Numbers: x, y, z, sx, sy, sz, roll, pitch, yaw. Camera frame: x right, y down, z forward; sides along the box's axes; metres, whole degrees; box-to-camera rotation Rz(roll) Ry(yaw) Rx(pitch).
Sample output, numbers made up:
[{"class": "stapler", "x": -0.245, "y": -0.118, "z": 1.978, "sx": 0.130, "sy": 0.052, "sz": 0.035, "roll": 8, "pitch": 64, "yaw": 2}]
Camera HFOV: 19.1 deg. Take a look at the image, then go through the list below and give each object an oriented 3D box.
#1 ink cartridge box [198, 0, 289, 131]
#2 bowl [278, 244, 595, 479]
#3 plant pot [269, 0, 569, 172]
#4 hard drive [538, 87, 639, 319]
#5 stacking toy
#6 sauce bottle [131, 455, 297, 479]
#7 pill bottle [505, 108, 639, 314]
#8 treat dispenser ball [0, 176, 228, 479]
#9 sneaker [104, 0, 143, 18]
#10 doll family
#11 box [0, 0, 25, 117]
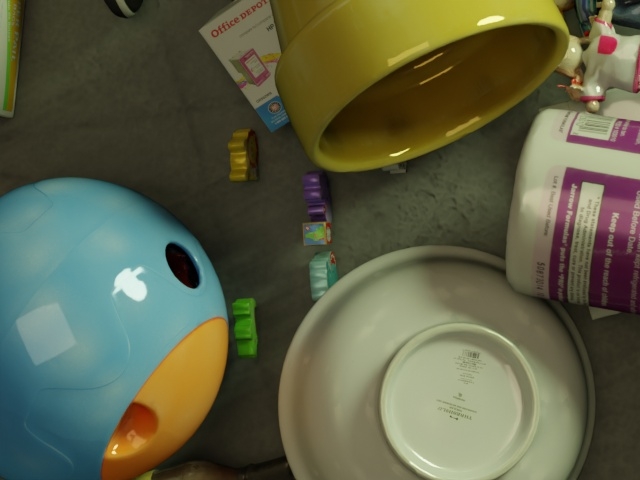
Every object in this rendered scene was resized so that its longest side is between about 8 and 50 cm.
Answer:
[{"class": "ink cartridge box", "x": -0.043, "y": -0.179, "z": 1.802, "sx": 0.088, "sy": 0.052, "sz": 0.122, "roll": -31, "pitch": 99, "yaw": 26}, {"class": "bowl", "x": 0.115, "y": 0.147, "z": 1.700, "sx": 0.298, "sy": 0.134, "sz": 0.298, "roll": 0, "pitch": 86, "yaw": -6}, {"class": "plant pot", "x": 0.058, "y": -0.223, "z": 1.683, "sx": 0.254, "sy": 0.254, "sz": 0.239, "roll": -27, "pitch": 73, "yaw": 11}, {"class": "hard drive", "x": 0.373, "y": -0.063, "z": 1.738, "sx": 0.307, "sy": 0.040, "sz": 0.203, "roll": -15, "pitch": 85, "yaw": 13}, {"class": "stacking toy", "x": 0.000, "y": 0.000, "z": 1.818, "sx": 0.167, "sy": 0.052, "sz": 0.221, "roll": -2, "pitch": 90, "yaw": 14}, {"class": "sauce bottle", "x": -0.155, "y": 0.271, "z": 1.810, "sx": 0.344, "sy": 0.111, "sz": 0.111, "roll": -19, "pitch": 84, "yaw": 10}, {"class": "pill bottle", "x": 0.321, "y": -0.012, "z": 1.640, "sx": 0.301, "sy": 0.169, "sz": 0.169, "roll": 10, "pitch": 90, "yaw": 13}, {"class": "treat dispenser ball", "x": -0.227, "y": 0.087, "z": 1.742, "sx": 0.288, "sy": 0.288, "sz": 0.288, "roll": 0, "pitch": 88, "yaw": 13}, {"class": "sneaker", "x": -0.152, "y": -0.328, "z": 1.842, "sx": 0.097, "sy": 0.084, "sz": 0.234, "roll": 11, "pitch": 91, "yaw": 12}, {"class": "doll family", "x": 0.273, "y": -0.251, "z": 1.733, "sx": 0.163, "sy": 0.118, "sz": 0.263, "roll": 7, "pitch": 104, "yaw": 25}, {"class": "box", "x": -0.361, "y": -0.229, "z": 1.876, "sx": 0.114, "sy": 0.103, "sz": 0.203, "roll": 5, "pitch": 89, "yaw": 13}]
